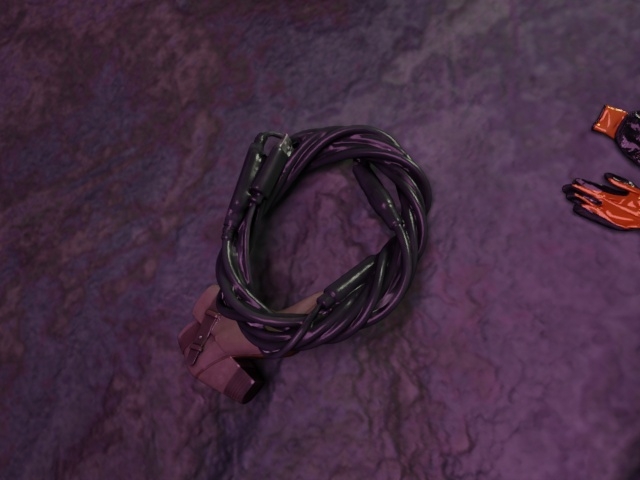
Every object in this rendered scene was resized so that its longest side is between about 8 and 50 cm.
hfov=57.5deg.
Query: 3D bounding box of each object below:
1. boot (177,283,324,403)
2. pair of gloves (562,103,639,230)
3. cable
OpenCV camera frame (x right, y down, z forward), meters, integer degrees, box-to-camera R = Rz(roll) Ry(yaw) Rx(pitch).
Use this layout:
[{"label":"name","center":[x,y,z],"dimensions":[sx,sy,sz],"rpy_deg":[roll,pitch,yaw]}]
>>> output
[{"label":"boot","center":[-0.057,0.063,0.451],"dimensions":[0.118,0.042,0.087],"rpy_deg":[-47,59,-5]},{"label":"pair of gloves","center":[0.210,-0.046,0.390],"dimensions":[0.074,0.010,0.083],"rpy_deg":[25,88,22]},{"label":"cable","center":[0.000,0.000,0.426],"dimensions":[0.150,0.047,0.185],"rpy_deg":[11,68,9]}]
